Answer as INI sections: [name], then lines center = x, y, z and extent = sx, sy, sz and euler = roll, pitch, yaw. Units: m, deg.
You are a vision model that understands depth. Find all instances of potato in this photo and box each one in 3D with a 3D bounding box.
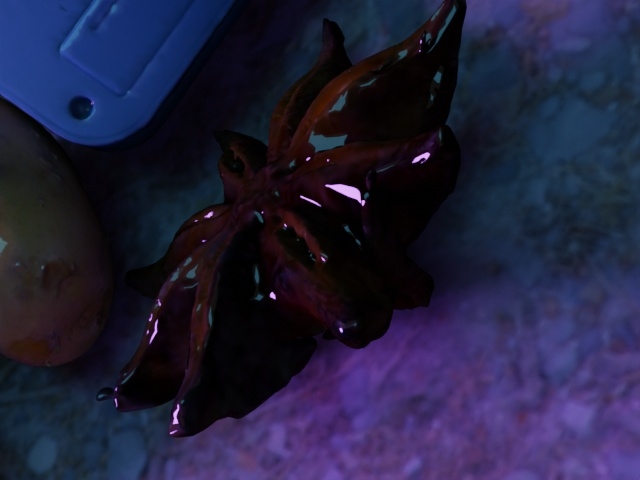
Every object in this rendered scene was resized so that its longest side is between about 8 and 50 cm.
[potato]
center = -0.174, -0.006, 1.005
extent = 0.178, 0.109, 0.118
euler = 52, 140, 38

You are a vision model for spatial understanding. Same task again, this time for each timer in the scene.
[timer]
center = -0.143, -0.198, 1.006
extent = 0.250, 0.091, 0.232
euler = 36, 89, -4

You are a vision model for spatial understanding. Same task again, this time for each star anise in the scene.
[star anise]
center = 0.000, 0.000, 0.917
extent = 0.272, 0.102, 0.272
euler = -40, 26, 24
